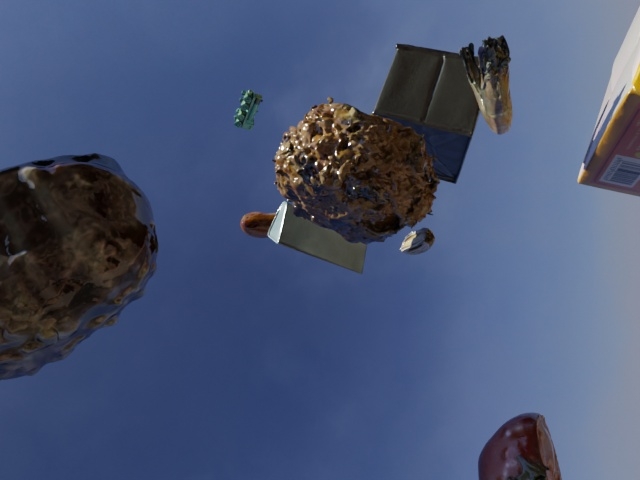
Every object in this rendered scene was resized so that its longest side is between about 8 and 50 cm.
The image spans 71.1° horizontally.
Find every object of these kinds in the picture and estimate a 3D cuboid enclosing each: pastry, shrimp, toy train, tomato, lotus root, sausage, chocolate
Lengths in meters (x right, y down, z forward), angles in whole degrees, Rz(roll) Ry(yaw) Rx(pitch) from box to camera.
[{"bbox_3d":[0.056,-0.113,0.707,0.275,0.275,0.192,46,-114,-38],"label":"pastry"},{"bbox_3d":[0.257,-0.258,0.688,0.219,0.046,0.152,39,-145,-62],"label":"shrimp"},{"bbox_3d":[-0.148,-0.265,0.917,0.045,0.092,0.029,9,-130,-26],"label":"toy train"},{"bbox_3d":[0.237,0.292,0.531,0.139,0.091,0.159,33,-135,-50],"label":"tomato"},{"bbox_3d":[0.178,0.003,0.810,0.030,0.083,0.037,25,-113,-17],"label":"lotus root"},{"bbox_3d":[-0.081,-0.065,1.289,0.076,0.302,0.102,-94,-16,-56],"label":"sausage"},{"bbox_3d":[-0.375,0.049,0.613,0.340,0.210,0.225,-36,-24,-19],"label":"chocolate"}]

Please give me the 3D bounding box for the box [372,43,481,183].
[{"bbox_3d":[0.296,-0.329,1.225,0.345,0.251,0.204,51,-122,-73],"label":"box"}]

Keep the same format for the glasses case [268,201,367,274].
[{"bbox_3d":[0.000,0.000,1.094,0.266,0.056,0.105,22,-109,-36],"label":"glasses case"}]

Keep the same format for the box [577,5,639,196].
[{"bbox_3d":[0.528,-0.220,0.616,0.259,0.214,0.283,-67,-22,-8],"label":"box"}]
